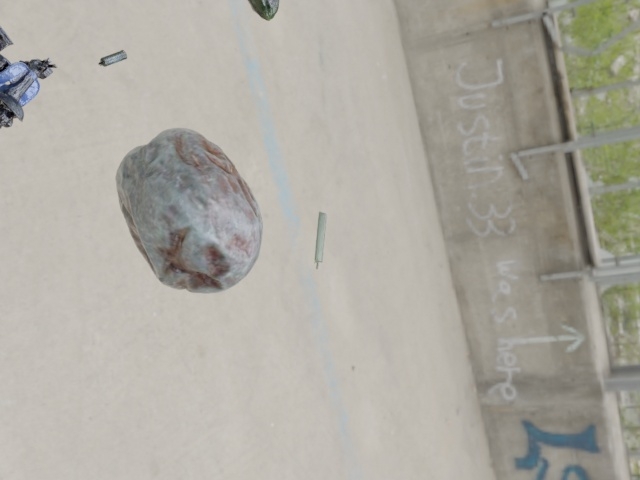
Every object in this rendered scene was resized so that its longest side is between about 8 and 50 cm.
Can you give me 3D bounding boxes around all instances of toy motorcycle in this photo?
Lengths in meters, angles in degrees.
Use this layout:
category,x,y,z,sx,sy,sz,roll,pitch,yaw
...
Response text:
category,x,y,z,sx,sy,sz,roll,pitch,yaw
toy motorcycle,-0.770,-0.403,1.754,0.212,0.358,0.125,-42,151,-12

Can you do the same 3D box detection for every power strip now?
category,x,y,z,sx,sy,sz,roll,pitch,yaw
power strip,0.000,0.000,1.721,0.051,0.019,0.136,80,15,-84

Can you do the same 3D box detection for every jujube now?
category,x,y,z,sx,sy,sz,roll,pitch,yaw
jujube,-0.218,-0.049,1.264,0.308,0.215,0.246,58,-21,29

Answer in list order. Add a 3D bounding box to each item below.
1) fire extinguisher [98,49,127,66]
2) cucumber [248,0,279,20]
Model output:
category,x,y,z,sx,sy,sz,roll,pitch,yaw
fire extinguisher,-0.533,-0.457,1.869,0.083,0.038,0.025,-34,117,-35
cucumber,-0.091,-0.356,0.841,0.058,0.052,0.214,-76,149,-83
